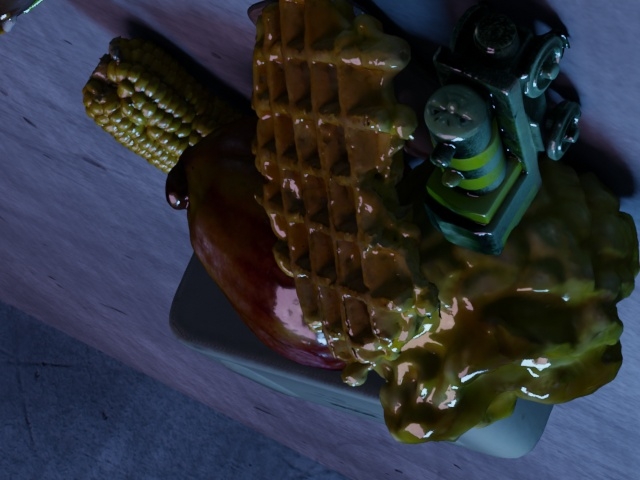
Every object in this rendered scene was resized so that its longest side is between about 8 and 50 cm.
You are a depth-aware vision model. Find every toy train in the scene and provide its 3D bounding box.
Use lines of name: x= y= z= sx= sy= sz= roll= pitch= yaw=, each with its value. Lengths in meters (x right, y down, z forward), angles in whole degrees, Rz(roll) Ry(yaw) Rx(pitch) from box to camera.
toy train: x=0.123 y=-0.081 z=1.329 sx=0.083 sy=0.132 sz=0.200 roll=25 pitch=166 yaw=23

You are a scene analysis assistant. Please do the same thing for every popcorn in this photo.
popcorn: x=0.133 y=0.050 z=1.504 sx=0.237 sy=0.252 sz=0.206 roll=12 pitch=172 yaw=7

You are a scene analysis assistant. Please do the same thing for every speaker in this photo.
speaker: x=0.055 y=0.099 z=1.969 sx=0.406 sy=0.183 sz=0.184 roll=12 pitch=164 yaw=37

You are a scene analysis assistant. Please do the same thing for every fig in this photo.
fig: x=-0.006 y=-0.007 z=1.692 sx=0.263 sy=0.224 sz=0.224 roll=54 pitch=166 yaw=3

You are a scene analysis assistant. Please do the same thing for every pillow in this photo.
pillow: x=0.050 y=-0.130 z=1.493 sx=0.232 sy=0.038 sz=0.130 roll=35 pitch=156 yaw=-26

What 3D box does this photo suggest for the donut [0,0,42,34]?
donut: x=-0.337 y=-0.281 z=1.557 sx=0.259 sy=0.136 sz=0.345 roll=29 pitch=168 yaw=16

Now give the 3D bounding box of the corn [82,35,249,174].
corn: x=-0.097 y=-0.086 z=1.823 sx=0.313 sy=0.102 sz=0.102 roll=35 pitch=165 yaw=-21

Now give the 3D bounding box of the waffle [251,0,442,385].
waffle: x=0.012 y=-0.047 z=1.385 sx=0.281 sy=0.058 sz=0.301 roll=-128 pitch=31 yaw=-47
